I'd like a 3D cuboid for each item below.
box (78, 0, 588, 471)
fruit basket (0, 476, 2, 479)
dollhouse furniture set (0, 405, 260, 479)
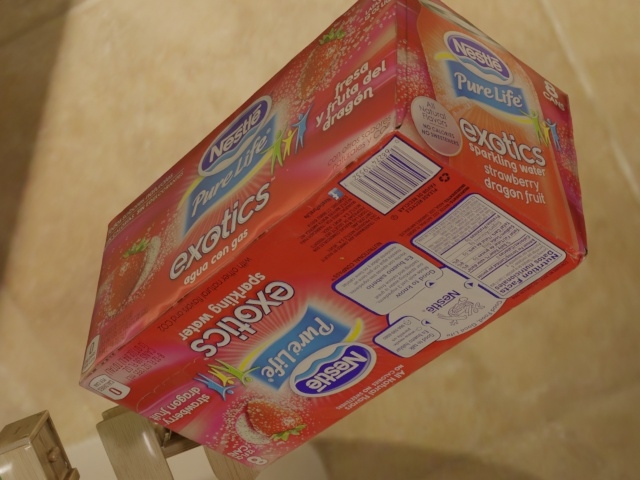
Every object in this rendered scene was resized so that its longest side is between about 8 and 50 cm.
[{"bbox_3d":[0.000,0.000,0.741,0.128,0.122,0.257,31,131,-27],"label":"box"},{"bbox_3d":[-0.291,0.221,0.707,0.392,0.392,0.283,-17,74,8],"label":"fruit basket"},{"bbox_3d":[-0.147,0.207,1.259,0.242,0.212,0.161,-21,97,2],"label":"dollhouse furniture set"}]
